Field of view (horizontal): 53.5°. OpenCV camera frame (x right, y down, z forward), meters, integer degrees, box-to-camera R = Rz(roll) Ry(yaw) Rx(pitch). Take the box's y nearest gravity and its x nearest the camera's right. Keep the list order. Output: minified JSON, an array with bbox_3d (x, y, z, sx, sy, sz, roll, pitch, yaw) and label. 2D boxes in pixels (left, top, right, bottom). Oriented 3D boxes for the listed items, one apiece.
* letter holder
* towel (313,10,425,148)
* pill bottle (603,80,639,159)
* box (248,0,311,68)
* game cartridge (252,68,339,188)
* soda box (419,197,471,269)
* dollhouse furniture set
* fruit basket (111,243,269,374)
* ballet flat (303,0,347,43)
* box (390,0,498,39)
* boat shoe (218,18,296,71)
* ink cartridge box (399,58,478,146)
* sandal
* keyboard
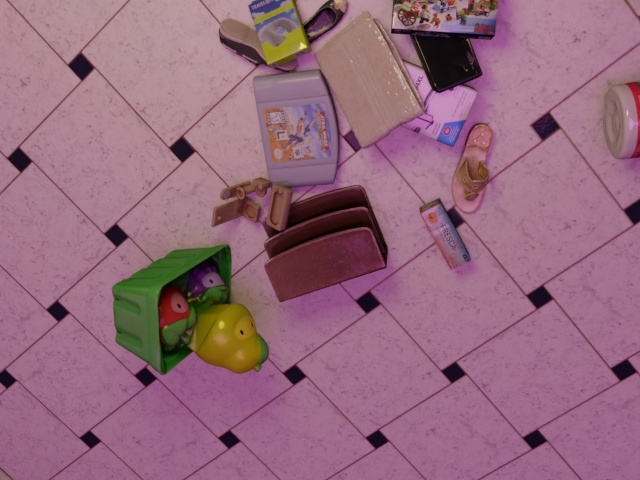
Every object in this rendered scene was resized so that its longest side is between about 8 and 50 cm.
[{"bbox_3d":[0.000,0.000,1.679,0.302,0.152,0.214,-19,105,13],"label":"letter holder"},{"bbox_3d":[0.113,-0.380,1.515,0.187,0.049,0.282,-29,84,33],"label":"towel"},{"bbox_3d":[0.838,-0.290,1.456,0.319,0.176,0.176,-6,109,9],"label":"pill bottle"},{"bbox_3d":[-0.100,-0.518,1.520,0.109,0.042,0.178,-20,85,14],"label":"box"},{"bbox_3d":[-0.053,-0.280,1.623,0.198,0.062,0.297,-3,113,13],"label":"game cartridge"},{"bbox_3d":[0.330,-0.018,1.681,0.063,0.058,0.183,-27,106,15],"label":"soda box"},{"bbox_3d":[-0.178,-0.083,1.641,0.151,0.123,0.144,30,123,27],"label":"dollhouse furniture set"},{"bbox_3d":[-0.305,0.193,1.669,0.393,0.392,0.282,5,111,5],"label":"fruit basket"},{"bbox_3d":[-0.004,-0.522,1.536,0.173,0.049,0.057,-38,103,18],"label":"ballet flat"},{"bbox_3d":[0.282,-0.546,1.436,0.233,0.044,0.159,4,94,2],"label":"box"},{"bbox_3d":[-0.158,-0.475,1.579,0.206,0.075,0.065,27,154,-9],"label":"boat shoe"},{"bbox_3d":[0.258,-0.337,1.555,0.203,0.086,0.148,21,111,-2],"label":"ink cartridge box"},{"bbox_3d":[0.387,-0.172,1.605,0.088,0.079,0.239,8,111,4],"label":"sandal"},{"bbox_3d":[0.298,-0.522,1.475,0.202,0.033,0.317,-22,93,4],"label":"keyboard"}]
